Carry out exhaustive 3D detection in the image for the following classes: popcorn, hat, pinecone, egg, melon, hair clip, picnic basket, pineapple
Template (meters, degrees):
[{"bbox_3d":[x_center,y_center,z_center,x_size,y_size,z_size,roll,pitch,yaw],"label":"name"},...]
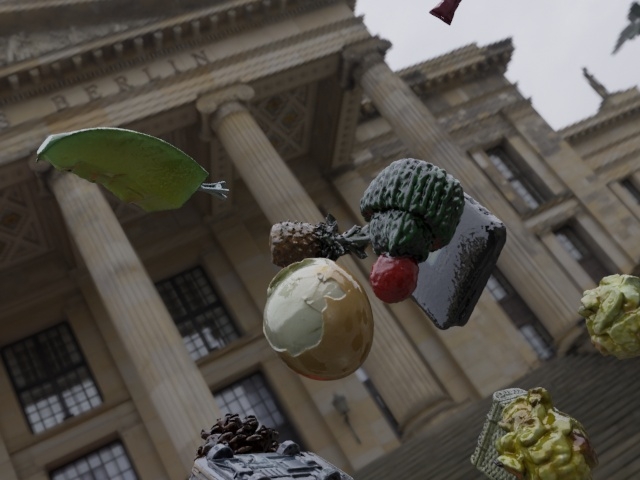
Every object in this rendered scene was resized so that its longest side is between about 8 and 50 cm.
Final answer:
[{"bbox_3d":[0.420,0.395,1.497,0.169,0.189,0.218,-46,10,7],"label":"popcorn"},{"bbox_3d":[0.656,0.164,1.731,0.185,0.187,0.167,-21,-32,-38],"label":"popcorn"},{"bbox_3d":[0.189,-0.015,1.886,0.274,0.242,0.332,94,-161,-74],"label":"hat"},{"bbox_3d":[-0.181,0.489,1.786,0.221,0.221,0.221,-27,-27,-15],"label":"pinecone"},{"bbox_3d":[0.002,0.153,1.455,0.201,0.201,0.244,-33,-53,-3],"label":"egg"},{"bbox_3d":[-0.405,-0.158,1.587,0.196,0.124,0.323,-15,-29,39],"label":"melon"},{"bbox_3d":[-0.263,-0.124,1.775,0.115,0.039,0.030,14,-53,-17],"label":"hair clip"},{"bbox_3d":[0.465,0.475,1.907,0.134,0.154,0.197,-3,-64,-39],"label":"picnic basket"},{"bbox_3d":[0.000,0.000,2.408,0.309,0.170,0.141,-3,-22,-10],"label":"pineapple"}]

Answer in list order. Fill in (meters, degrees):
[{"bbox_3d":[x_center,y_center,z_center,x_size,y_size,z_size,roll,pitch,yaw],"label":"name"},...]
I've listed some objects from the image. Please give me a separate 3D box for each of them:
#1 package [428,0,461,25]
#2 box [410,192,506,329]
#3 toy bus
[{"bbox_3d":[0.286,-0.533,1.779,0.083,0.059,0.029,-62,10,12],"label":"package"},{"bbox_3d":[0.348,0.029,2.253,0.090,0.350,0.359,-1,-56,-36],"label":"box"},{"bbox_3d":[-0.091,0.449,1.377,0.289,0.139,0.157,11,-85,-45],"label":"toy bus"}]
